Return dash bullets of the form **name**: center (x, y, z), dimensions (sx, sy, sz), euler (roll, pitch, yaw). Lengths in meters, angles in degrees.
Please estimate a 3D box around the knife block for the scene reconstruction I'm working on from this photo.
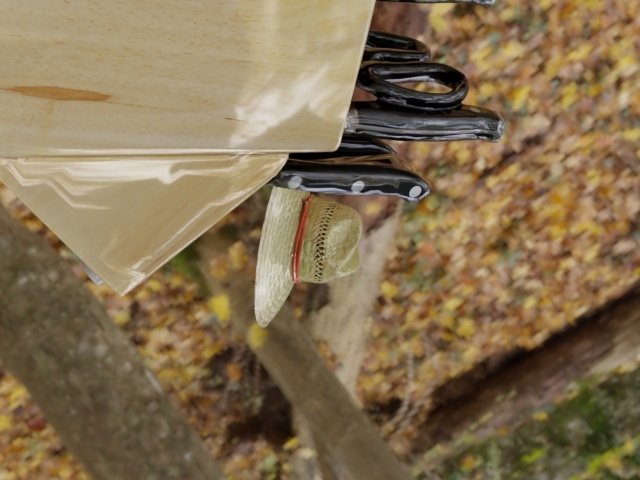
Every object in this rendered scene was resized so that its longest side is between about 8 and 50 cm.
- **knife block**: center (-0.035, -0.109, 0.473), dimensions (0.242, 0.088, 0.276), euler (-40, 134, -2)

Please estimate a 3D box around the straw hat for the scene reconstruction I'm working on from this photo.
- **straw hat**: center (0.000, 0.000, 0.903), dimensions (0.144, 0.061, 0.145), euler (11, 90, -82)
